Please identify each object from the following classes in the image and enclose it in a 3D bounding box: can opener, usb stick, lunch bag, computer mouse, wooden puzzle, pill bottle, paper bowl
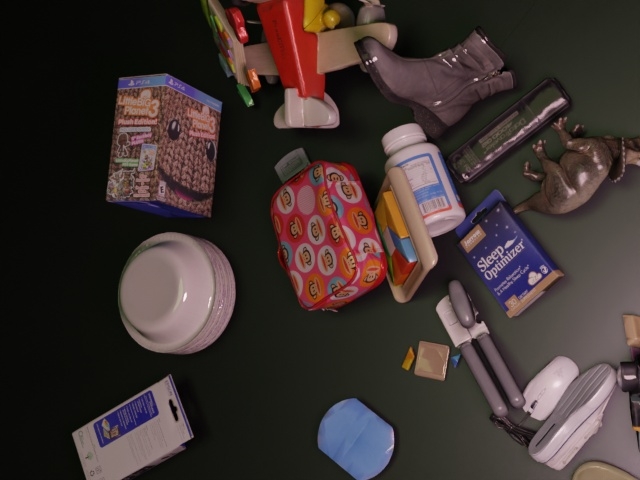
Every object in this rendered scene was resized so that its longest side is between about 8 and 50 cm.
[{"bbox_3d":[0.305,0.211,1.768,0.074,0.093,0.280,-30,60,9],"label":"can opener"},{"bbox_3d":[0.381,-0.222,1.838,0.278,0.045,0.077,-39,73,17],"label":"usb stick"},{"bbox_3d":[0.000,0.000,1.938,0.258,0.120,0.293,-35,65,43],"label":"lunch bag"},{"bbox_3d":[0.417,0.303,1.733,0.106,0.042,0.193,39,100,28],"label":"computer mouse"},{"bbox_3d":[0.153,-0.006,1.840,0.044,0.239,0.221,-13,71,-16],"label":"wooden puzzle"},{"bbox_3d":[0.206,-0.125,1.870,0.124,0.124,0.222,-26,70,22],"label":"pill bottle"},{"bbox_3d":[0.229,0.247,1.860,0.116,0.014,0.079,16,94,29],"label":"wooden puzzle"},{"bbox_3d":[-0.352,0.121,2.112,0.284,0.148,0.284,-6,78,27],"label":"paper bowl"}]

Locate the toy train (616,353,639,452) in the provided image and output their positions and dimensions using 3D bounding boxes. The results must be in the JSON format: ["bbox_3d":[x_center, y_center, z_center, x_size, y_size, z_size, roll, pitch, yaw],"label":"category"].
[{"bbox_3d":[0.678,0.269,1.532,0.333,0.142,0.190,-3,103,15],"label":"toy train"}]

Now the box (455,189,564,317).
[{"bbox_3d":[0.362,0.024,1.793,0.136,0.036,0.225,-49,61,31],"label":"box"}]

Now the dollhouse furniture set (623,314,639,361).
[{"bbox_3d":[0.588,0.203,1.679,0.081,0.091,0.114,122,155,-53],"label":"dollhouse furniture set"}]

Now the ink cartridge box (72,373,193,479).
[{"bbox_3d":[-0.433,0.461,2.146,0.332,0.065,0.165,-31,69,22],"label":"ink cartridge box"}]

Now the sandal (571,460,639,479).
[{"bbox_3d":[0.583,0.484,1.590,0.302,0.086,0.120,15,89,29],"label":"sandal"}]

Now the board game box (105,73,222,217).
[{"bbox_3d":[-0.362,-0.214,2.123,0.141,0.232,0.291,1,83,27],"label":"board game box"}]

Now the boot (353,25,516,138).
[{"bbox_3d":[0.231,-0.354,1.784,0.222,0.338,0.118,-35,55,22],"label":"boot"}]

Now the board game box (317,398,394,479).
[{"bbox_3d":[0.079,0.416,1.901,0.168,0.033,0.133,35,94,23],"label":"board game box"}]

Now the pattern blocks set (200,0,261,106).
[{"bbox_3d":[-0.209,-0.447,2.043,0.026,0.325,0.285,-26,54,-11],"label":"pattern blocks set"}]

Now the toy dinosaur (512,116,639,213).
[{"bbox_3d":[0.478,-0.128,1.730,0.313,0.121,0.160,-39,60,14],"label":"toy dinosaur"}]

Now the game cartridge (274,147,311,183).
[{"bbox_3d":[-0.064,-0.174,2.082,0.083,0.017,0.056,-33,71,19],"label":"game cartridge"}]

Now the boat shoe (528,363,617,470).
[{"bbox_3d":[0.482,0.329,1.682,0.075,0.083,0.226,34,105,-16],"label":"boat shoe"}]

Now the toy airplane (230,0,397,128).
[{"bbox_3d":[-0.016,-0.430,1.988,0.386,0.272,0.384,44,141,18],"label":"toy airplane"}]
